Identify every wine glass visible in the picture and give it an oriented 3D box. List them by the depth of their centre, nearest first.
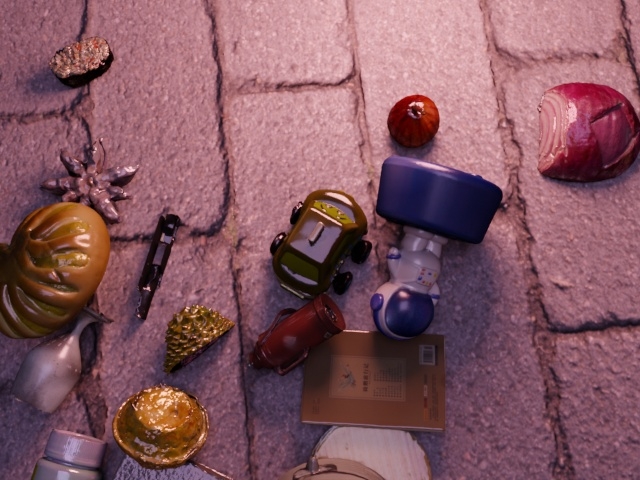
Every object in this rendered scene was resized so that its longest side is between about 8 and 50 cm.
[{"bbox_3d":[-0.565,0.249,1.666,0.126,0.126,0.241,28,75,8],"label":"wine glass"}]

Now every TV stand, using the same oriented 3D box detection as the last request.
[{"bbox_3d":[-0.379,0.058,1.756,0.042,0.036,0.249,14,77,3],"label":"TV stand"}]

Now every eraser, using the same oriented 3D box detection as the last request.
[{"bbox_3d":[-0.256,0.534,1.613,0.352,0.077,0.111,24,80,6],"label":"eraser"}]

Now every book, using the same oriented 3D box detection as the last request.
[{"bbox_3d":[0.117,0.302,1.672,0.310,0.021,0.217,3,64,2],"label":"book"}]

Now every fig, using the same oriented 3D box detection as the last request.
[{"bbox_3d":[0.213,-0.277,1.789,0.128,0.150,0.129,8,109,23],"label":"fig"}]

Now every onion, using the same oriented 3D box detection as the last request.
[{"bbox_3d":[0.640,-0.268,1.787,0.247,0.111,0.250,4,74,4],"label":"onion"}]

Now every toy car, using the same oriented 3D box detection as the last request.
[{"bbox_3d":[0.000,0.000,1.681,0.204,0.198,0.248,31,78,9],"label":"toy car"}]

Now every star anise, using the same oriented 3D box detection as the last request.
[{"bbox_3d":[-0.526,-0.127,1.777,0.229,0.093,0.236,-28,75,-5],"label":"star anise"}]

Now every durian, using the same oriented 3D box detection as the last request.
[{"bbox_3d":[-0.292,0.200,1.676,0.186,0.119,0.108,-37,82,-7],"label":"durian"}]

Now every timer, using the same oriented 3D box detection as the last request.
[{"bbox_3d":[0.218,0.031,1.668,0.270,0.270,0.384,16,91,5],"label":"timer"}]

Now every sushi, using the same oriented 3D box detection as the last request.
[{"bbox_3d":[-0.579,-0.435,1.864,0.150,0.078,0.091,-25,77,-6],"label":"sushi"}]

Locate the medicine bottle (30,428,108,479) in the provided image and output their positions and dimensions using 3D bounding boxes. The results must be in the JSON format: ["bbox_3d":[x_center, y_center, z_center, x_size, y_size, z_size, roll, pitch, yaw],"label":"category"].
[{"bbox_3d":[-0.534,0.518,1.588,0.139,0.139,0.226,14,77,5],"label":"medicine bottle"}]

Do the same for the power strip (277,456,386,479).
[{"bbox_3d":[0.019,0.604,1.497,0.357,0.161,0.358,0,93,-2],"label":"power strip"}]

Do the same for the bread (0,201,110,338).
[{"bbox_3d":[-0.598,0.058,1.627,0.332,0.160,0.333,-22,51,29],"label":"bread"}]

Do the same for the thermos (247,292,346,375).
[{"bbox_3d":[-0.063,0.217,1.662,0.232,0.099,0.124,-35,52,15],"label":"thermos"}]

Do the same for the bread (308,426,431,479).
[{"bbox_3d":[0.102,0.502,1.632,0.266,0.040,0.267,0,75,1],"label":"bread"}]

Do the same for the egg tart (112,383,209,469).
[{"bbox_3d":[-0.331,0.377,1.603,0.212,0.090,0.213,12,38,-9],"label":"egg tart"}]
